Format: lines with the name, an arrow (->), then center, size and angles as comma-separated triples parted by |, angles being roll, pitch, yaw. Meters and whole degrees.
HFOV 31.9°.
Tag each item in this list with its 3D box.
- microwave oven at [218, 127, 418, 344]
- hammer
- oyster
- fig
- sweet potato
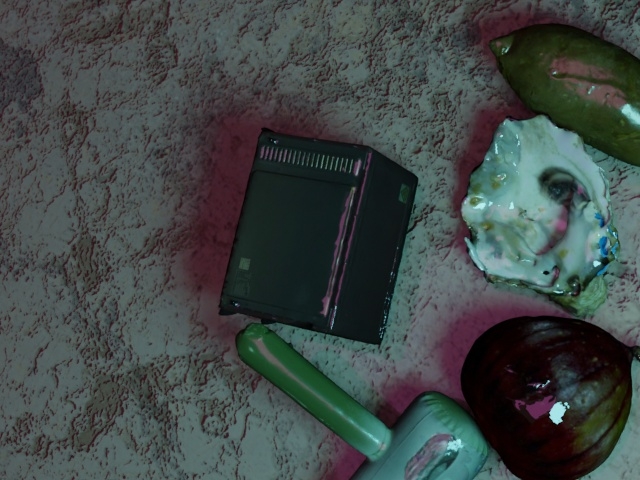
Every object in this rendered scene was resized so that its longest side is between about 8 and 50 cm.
microwave oven -> 0.001, 0.000, 1.434 | 0.178, 0.188, 0.248 | 11, 86, 25
hammer -> 0.030, 0.218, 1.373 | 0.335, 0.119, 0.206 | 39, 94, 3
oyster -> 0.281, -0.038, 1.392 | 0.214, 0.083, 0.223 | 27, 109, 23
fig -> 0.296, 0.160, 1.313 | 0.249, 0.186, 0.204 | -33, 53, 2
sweet potato -> 0.394, -0.145, 1.373 | 0.422, 0.130, 0.130 | 37, 91, 14
